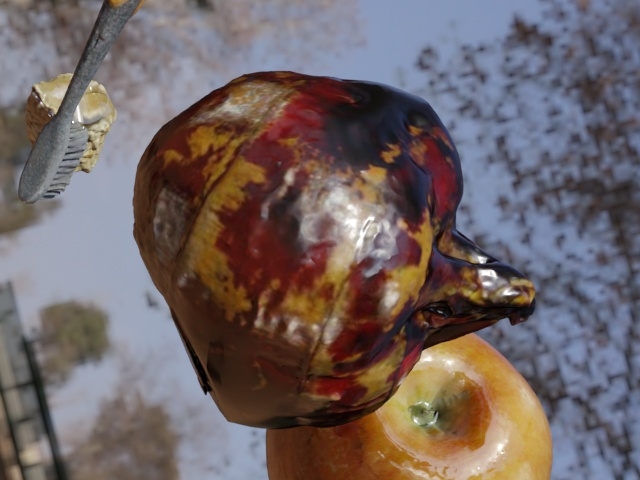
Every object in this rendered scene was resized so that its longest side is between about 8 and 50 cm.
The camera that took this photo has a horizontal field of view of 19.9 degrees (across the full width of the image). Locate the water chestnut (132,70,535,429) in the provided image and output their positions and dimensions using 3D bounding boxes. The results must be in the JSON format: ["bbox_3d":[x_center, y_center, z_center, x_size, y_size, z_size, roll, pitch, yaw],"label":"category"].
[{"bbox_3d":[0.000,0.000,1.300,0.289,0.244,0.289,155,-90,-88],"label":"water chestnut"}]

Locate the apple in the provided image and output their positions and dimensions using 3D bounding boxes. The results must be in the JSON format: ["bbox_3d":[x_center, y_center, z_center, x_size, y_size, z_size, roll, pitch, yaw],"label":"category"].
[{"bbox_3d":[0.076,0.174,1.574,0.253,0.253,0.254,166,-90,-77],"label":"apple"}]

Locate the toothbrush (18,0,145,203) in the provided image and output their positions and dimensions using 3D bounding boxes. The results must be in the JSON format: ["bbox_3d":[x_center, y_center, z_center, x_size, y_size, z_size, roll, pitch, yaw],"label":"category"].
[{"bbox_3d":[-0.092,-0.150,0.976,0.023,0.031,0.321,39,-63,20],"label":"toothbrush"}]

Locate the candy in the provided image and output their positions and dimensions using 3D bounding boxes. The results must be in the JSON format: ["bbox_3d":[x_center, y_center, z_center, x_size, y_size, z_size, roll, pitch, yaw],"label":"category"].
[{"bbox_3d":[-0.278,-0.131,2.013,0.095,0.085,0.110,47,-40,29],"label":"candy"}]
